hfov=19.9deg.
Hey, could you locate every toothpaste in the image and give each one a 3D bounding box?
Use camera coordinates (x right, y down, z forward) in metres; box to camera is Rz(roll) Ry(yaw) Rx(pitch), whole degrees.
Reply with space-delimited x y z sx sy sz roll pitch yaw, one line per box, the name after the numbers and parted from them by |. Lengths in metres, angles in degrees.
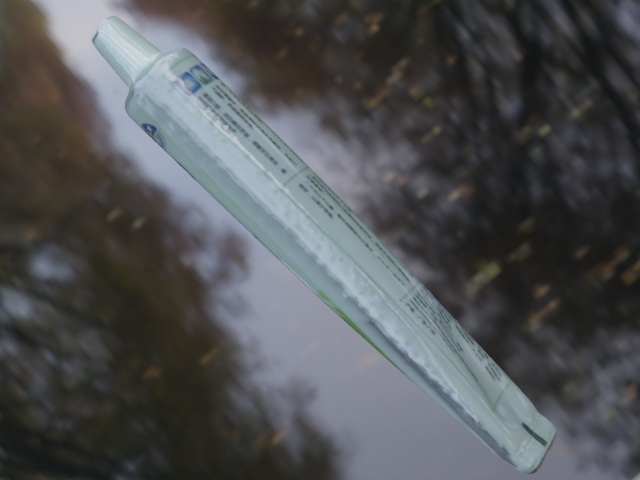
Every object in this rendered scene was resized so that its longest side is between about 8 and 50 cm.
0.000 0.000 0.579 0.029 0.197 0.048 -47 -3 19 | toothpaste
